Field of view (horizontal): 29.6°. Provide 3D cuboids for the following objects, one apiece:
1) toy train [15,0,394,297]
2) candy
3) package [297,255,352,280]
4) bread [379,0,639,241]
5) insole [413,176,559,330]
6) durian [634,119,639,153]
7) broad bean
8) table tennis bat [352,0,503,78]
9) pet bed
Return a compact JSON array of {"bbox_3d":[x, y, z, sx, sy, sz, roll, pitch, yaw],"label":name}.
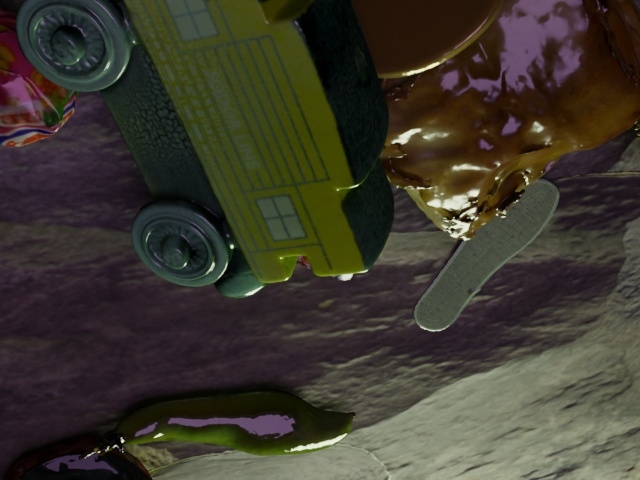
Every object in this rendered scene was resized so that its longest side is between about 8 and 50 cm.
[{"bbox_3d":[-0.085,-0.136,1.108,0.273,0.179,0.442,-7,126,23],"label":"toy train"},{"bbox_3d":[-0.332,-0.256,1.096,0.124,0.124,0.365,-25,111,-2],"label":"candy"},{"bbox_3d":[0.000,0.000,1.341,0.111,0.033,0.077,31,128,-12],"label":"package"},{"bbox_3d":[0.183,-0.176,1.226,0.324,0.167,0.277,-41,119,6],"label":"bread"},{"bbox_3d":[0.191,0.016,1.416,0.080,0.003,0.232,35,102,-27],"label":"insole"},{"bbox_3d":[0.428,-0.135,1.331,0.194,0.138,0.237,-6,116,-19],"label":"durian"},{"bbox_3d":[-0.116,0.213,1.399,0.325,0.075,0.067,-1,160,-13],"label":"broad bean"},{"bbox_3d":[0.132,-0.263,1.129,0.321,0.198,0.050,-17,154,24],"label":"table tennis bat"},{"bbox_3d":[-0.281,0.316,1.408,0.201,0.053,0.201,-7,118,-13],"label":"pet bed"}]
